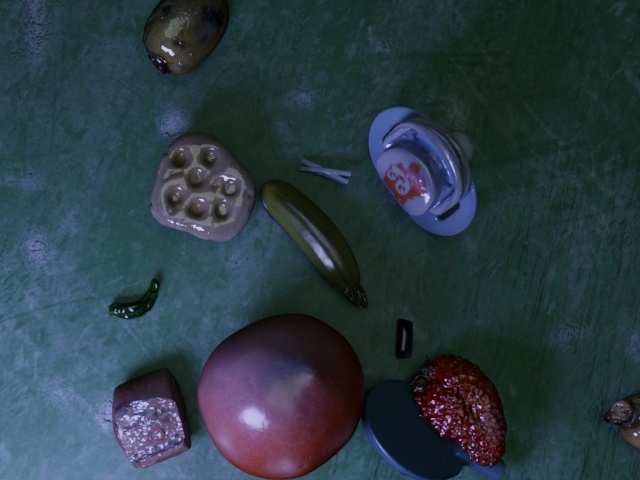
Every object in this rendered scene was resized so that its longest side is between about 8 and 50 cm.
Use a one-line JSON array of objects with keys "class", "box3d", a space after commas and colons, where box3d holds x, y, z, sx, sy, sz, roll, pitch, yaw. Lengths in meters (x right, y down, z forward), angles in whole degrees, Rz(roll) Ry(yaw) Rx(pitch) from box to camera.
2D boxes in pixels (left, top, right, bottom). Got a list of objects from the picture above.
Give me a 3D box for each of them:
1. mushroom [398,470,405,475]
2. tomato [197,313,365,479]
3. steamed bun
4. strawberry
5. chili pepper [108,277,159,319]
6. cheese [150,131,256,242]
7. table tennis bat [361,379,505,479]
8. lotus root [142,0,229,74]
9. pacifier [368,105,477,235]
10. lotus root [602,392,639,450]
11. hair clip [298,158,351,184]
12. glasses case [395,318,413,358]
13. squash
[{"class": "mushroom", "box3d": [0.175, 0.425, 1.689, 0.129, 0.073, 0.088, 41, 90, 1]}, {"class": "tomato", "box3d": [-0.072, 0.286, 1.564, 0.322, 0.321, 0.321, 1, 81, -6]}, {"class": "steamed bun", "box3d": [-0.335, 0.351, 1.631, 0.145, 0.106, 0.175, -18, 85, -9]}, {"class": "strawberry", "box3d": [0.299, 0.321, 1.670, 0.236, 0.106, 0.175, 35, 46, 4]}, {"class": "chili pepper", "box3d": [-0.374, 0.129, 1.699, 0.118, 0.035, 0.055, -31, 102, -6]}, {"class": "cheese", "box3d": [-0.245, -0.102, 1.709, 0.218, 0.117, 0.235, -19, 84, -7]}, {"class": "table tennis bat", "box3d": [0.224, 0.396, 1.662, 0.329, 0.044, 0.215, 28, 38, -12]}, {"class": "lotus root", "box3d": [-0.265, -0.472, 1.752, 0.154, 0.154, 0.278, 31, 76, 0]}, {"class": "pacifier", "box3d": [0.246, -0.168, 1.740, 0.233, 0.244, 0.299, -33, 86, -40]}, {"class": "lotus root", "box3d": [0.687, 0.381, 1.725, 0.221, 0.125, 0.118, 24, 105, -7]}, {"class": "hair clip", "box3d": [0.010, -0.145, 1.790, 0.115, 0.039, 0.030, 19, 70, 9]}, {"class": "glasses case", "box3d": [0.177, 0.207, 1.749, 0.034, 0.023, 0.083, 4, 81, -3]}, {"class": "squash", "box3d": [0.000, 0.000, 1.734, 0.094, 0.094, 0.341, -39, 84, -10]}]
